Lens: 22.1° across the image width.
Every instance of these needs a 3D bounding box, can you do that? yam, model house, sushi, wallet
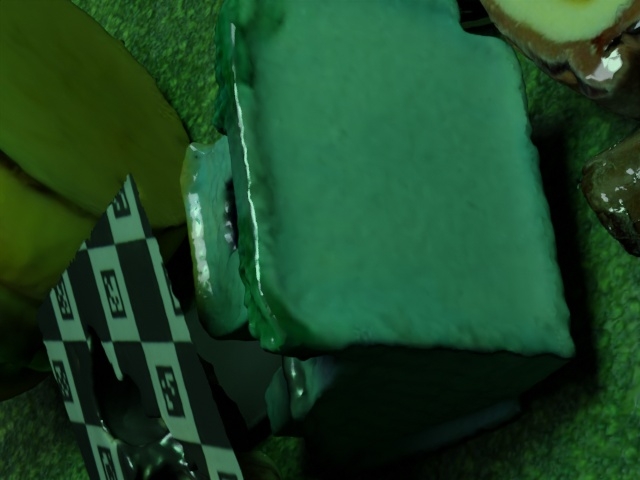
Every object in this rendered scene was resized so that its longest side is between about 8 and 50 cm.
[{"bbox_3d":[0.236,-0.046,1.008,0.141,0.079,0.079,-29,48,32],"label":"yam"},{"bbox_3d":[0.000,0.000,1.111,0.249,0.230,0.281,-43,48,52],"label":"model house"},{"bbox_3d":[-0.081,0.143,1.088,0.320,0.068,0.339,68,156,11],"label":"sushi"},{"bbox_3d":[-0.006,0.039,1.254,0.285,0.030,0.146,-41,40,21],"label":"wallet"}]

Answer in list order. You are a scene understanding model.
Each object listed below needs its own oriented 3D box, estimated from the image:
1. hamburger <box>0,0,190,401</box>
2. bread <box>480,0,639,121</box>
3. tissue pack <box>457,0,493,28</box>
[{"bbox_3d":[-0.310,-0.049,1.387,0.277,0.395,0.396,-42,42,21],"label":"hamburger"},{"bbox_3d":[0.203,-0.191,1.094,0.190,0.123,0.244,-50,40,9],"label":"bread"},{"bbox_3d":[0.083,-0.212,1.260,0.170,0.090,0.103,-4,72,47],"label":"tissue pack"}]
